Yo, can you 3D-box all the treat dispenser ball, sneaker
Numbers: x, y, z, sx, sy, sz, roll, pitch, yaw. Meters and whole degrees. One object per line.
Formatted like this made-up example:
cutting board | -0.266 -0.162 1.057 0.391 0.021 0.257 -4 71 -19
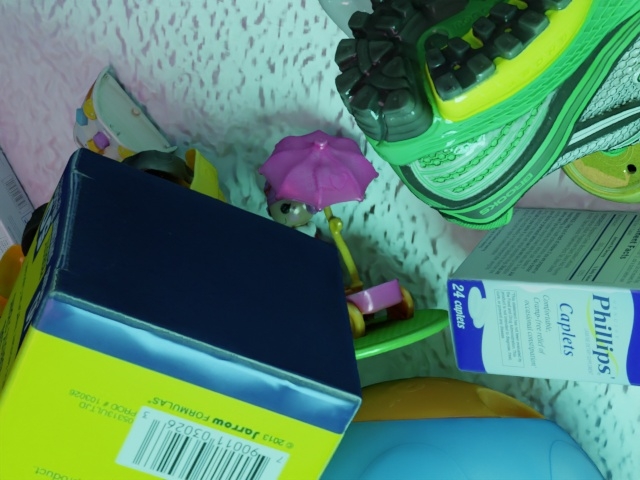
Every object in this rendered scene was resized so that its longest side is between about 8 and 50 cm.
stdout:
treat dispenser ball | 0.075 0.240 1.048 0.288 0.288 0.288 12 120 22
sneaker | 0.171 -0.142 0.843 0.343 0.134 0.146 -35 135 -2

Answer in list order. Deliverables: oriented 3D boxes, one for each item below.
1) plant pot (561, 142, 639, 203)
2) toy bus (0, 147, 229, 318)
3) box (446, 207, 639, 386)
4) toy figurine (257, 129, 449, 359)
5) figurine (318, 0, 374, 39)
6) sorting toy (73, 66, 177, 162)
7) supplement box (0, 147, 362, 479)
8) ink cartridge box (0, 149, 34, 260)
plant pot | 0.194 -0.076 0.943 0.134 0.095 0.134 12 120 22
toy bus | -0.120 0.062 1.152 0.220 0.149 0.211 -28 129 30
box | 0.171 0.035 0.993 0.137 0.126 0.072 3 115 27
toy figurine | 0.000 0.000 1.094 0.173 0.130 0.159 -9 98 56
figurine | 0.039 -0.228 0.960 0.209 0.092 0.215 45 127 10
sorting toy | -0.165 -0.079 1.167 0.083 0.045 0.075 49 145 -3
supplement box | -0.141 0.158 0.971 0.195 0.194 0.356 21 114 -15
ink cartridge box | -0.313 -0.060 1.242 0.097 0.046 0.207 -18 105 32
